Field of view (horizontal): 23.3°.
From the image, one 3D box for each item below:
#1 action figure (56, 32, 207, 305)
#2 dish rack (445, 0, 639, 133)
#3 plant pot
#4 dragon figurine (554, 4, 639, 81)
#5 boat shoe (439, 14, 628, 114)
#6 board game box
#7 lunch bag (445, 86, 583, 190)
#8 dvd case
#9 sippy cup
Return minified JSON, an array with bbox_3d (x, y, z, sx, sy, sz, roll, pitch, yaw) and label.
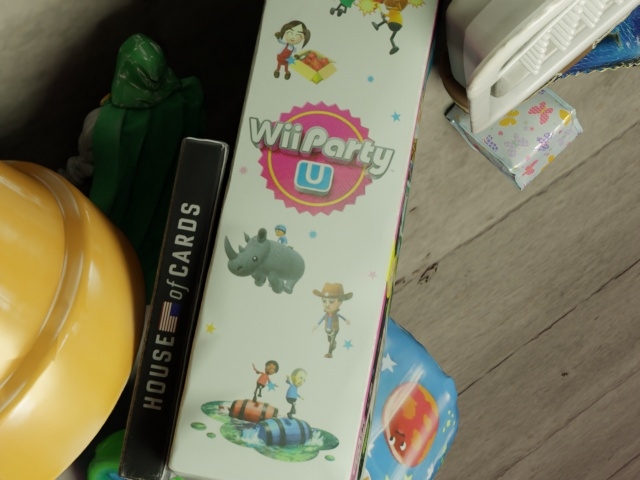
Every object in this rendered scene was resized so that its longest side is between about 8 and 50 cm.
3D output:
[{"bbox_3d":[-0.117,-0.034,0.950,0.137,0.063,0.232,-26,151,-33],"label":"action figure"},{"bbox_3d":[0.178,-0.188,0.914,0.285,0.072,0.333,-41,174,3],"label":"dish rack"},{"bbox_3d":[-0.224,0.017,0.780,0.205,0.205,0.188,-44,134,-3],"label":"plant pot"},{"bbox_3d":[0.275,-0.161,1.201,0.289,0.144,0.085,-43,149,-4],"label":"dragon figurine"},{"bbox_3d":[0.190,-0.190,1.131,0.257,0.095,0.095,-41,164,4],"label":"boat shoe"},{"bbox_3d":[0.000,0.000,0.893,0.224,0.097,0.303,84,16,-78],"label":"board game box"},{"bbox_3d":[0.147,-0.093,1.187,0.071,0.083,0.053,-45,154,-2],"label":"lunch bag"},{"bbox_3d":[-0.073,0.046,0.903,0.238,0.030,0.179,89,11,-84],"label":"dvd case"},{"bbox_3d":[-0.018,0.167,1.173,0.224,0.240,0.305,-48,-166,-28],"label":"sippy cup"}]
